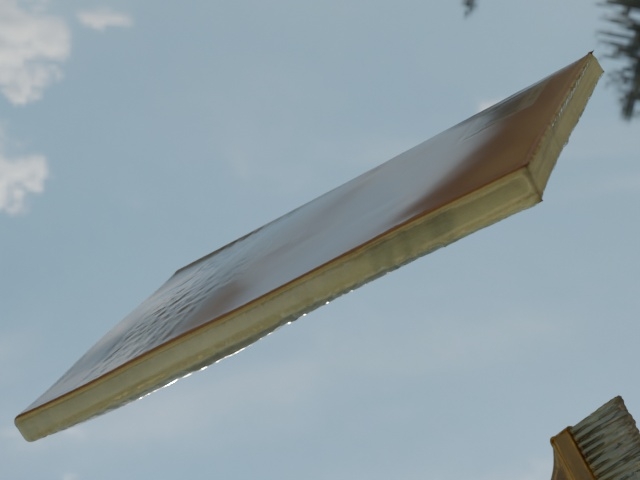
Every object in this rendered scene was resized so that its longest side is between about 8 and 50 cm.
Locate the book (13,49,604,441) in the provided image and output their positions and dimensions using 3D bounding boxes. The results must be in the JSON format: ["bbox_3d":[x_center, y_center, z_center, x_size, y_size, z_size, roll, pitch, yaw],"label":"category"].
[{"bbox_3d":[0.000,0.000,0.901,0.374,0.028,0.262,-27,-169,26],"label":"book"}]

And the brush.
[{"bbox_3d":[0.157,0.225,1.062,0.013,0.272,0.103,-1,-122,-44],"label":"brush"}]
